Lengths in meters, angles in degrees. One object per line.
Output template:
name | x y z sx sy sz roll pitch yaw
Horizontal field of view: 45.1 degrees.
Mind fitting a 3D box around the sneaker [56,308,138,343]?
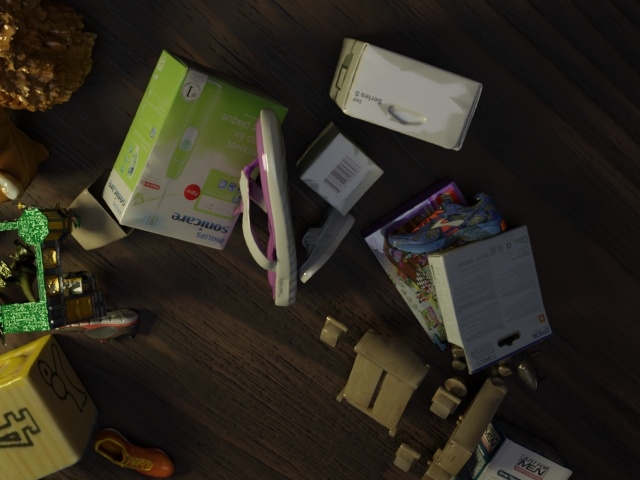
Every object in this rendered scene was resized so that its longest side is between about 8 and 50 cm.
sneaker | -0.429 0.172 1.477 0.158 0.061 0.064 -1 113 -4

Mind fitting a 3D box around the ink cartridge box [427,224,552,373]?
ink cartridge box | 0.316 0.105 1.425 0.223 0.045 0.223 -17 95 -30

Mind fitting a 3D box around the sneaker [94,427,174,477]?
sneaker | -0.378 0.442 1.556 0.175 0.067 0.064 26 101 -13

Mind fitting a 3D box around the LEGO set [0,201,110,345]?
LEGO set | -0.533 0.056 1.387 0.331 0.192 0.254 -15 88 19

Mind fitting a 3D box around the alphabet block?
alphabet block | -0.559 0.324 1.443 0.194 0.192 0.197 -24 106 1

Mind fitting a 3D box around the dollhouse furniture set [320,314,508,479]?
dollhouse furniture set | 0.166 0.296 1.556 0.356 0.174 0.303 32 140 15

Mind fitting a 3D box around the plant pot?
plant pot | -0.400 -0.045 1.395 0.096 0.109 0.109 -33 107 19

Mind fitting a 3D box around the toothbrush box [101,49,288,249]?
toothbrush box | -0.217 -0.151 1.328 0.206 0.122 0.283 17 107 -38

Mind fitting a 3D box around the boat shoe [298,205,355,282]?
boat shoe | 0.000 0.000 1.415 0.063 0.066 0.184 38 58 -3

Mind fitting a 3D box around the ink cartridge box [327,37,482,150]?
ink cartridge box | 0.130 -0.251 1.285 0.198 0.273 0.114 16 104 -10

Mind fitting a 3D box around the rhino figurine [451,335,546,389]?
rhino figurine | 0.345 0.218 1.480 0.243 0.106 0.073 26 138 -19

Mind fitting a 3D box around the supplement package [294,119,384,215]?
supplement package | 0.029 -0.132 1.361 0.105 0.179 0.105 39 100 -14

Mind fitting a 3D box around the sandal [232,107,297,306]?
sandal | -0.098 -0.030 1.325 0.102 0.169 0.416 -6 132 -3

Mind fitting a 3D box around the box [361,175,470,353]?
box | 0.240 0.051 1.496 0.201 0.057 0.293 -32 106 5

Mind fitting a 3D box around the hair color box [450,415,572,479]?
hair color box | 0.352 0.562 1.632 0.174 0.105 0.347 28 102 -13

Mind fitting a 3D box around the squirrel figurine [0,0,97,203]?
squirrel figurine | -0.556 -0.247 1.238 0.397 0.281 0.370 -30 113 7

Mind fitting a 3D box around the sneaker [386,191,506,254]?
sneaker | 0.223 -0.030 1.409 0.221 0.083 0.087 -16 93 -6
